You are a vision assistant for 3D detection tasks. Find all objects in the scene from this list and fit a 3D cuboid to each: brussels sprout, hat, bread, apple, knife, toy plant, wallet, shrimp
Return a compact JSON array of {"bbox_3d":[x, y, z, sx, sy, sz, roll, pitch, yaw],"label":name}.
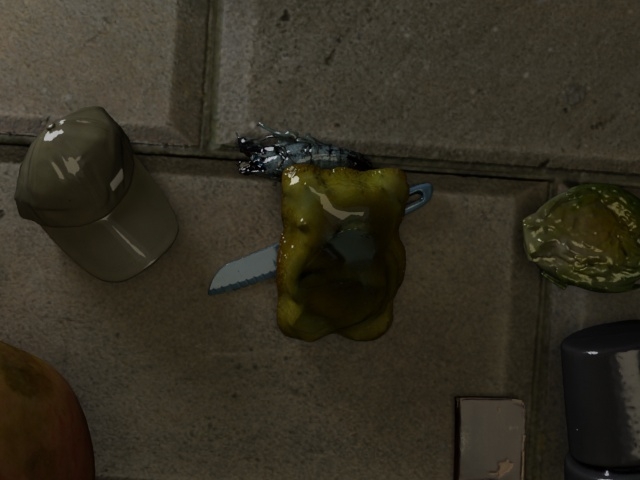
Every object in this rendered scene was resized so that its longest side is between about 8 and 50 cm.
[{"bbox_3d":[0.336,-0.002,1.924,0.181,0.100,0.139,1,81,-1],"label":"brussels sprout"},{"bbox_3d":[-0.262,-0.054,1.856,0.166,0.144,0.173,-43,60,-13],"label":"hat"},{"bbox_3d":[0.026,0.024,1.893,0.161,0.088,0.233,3,114,0],"label":"bread"},{"bbox_3d":[-0.439,0.270,1.769,0.364,0.364,0.363,0,91,-3],"label":"apple"},{"bbox_3d":[0.000,0.000,1.947,0.313,0.019,0.044,-22,95,0],"label":"knife"},{"bbox_3d":[0.404,0.302,1.895,0.279,0.185,0.400,-14,101,-23],"label":"toy plant"},{"bbox_3d":[0.213,0.285,1.958,0.095,0.026,0.176,1,91,3],"label":"wallet"},{"bbox_3d":[-0.020,-0.108,1.915,0.174,0.076,0.082,5,69,-3],"label":"shrimp"}]

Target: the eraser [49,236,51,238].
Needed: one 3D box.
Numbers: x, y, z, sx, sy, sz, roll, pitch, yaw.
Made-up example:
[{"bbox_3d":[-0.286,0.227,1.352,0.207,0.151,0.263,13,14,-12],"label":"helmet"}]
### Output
[{"bbox_3d":[-0.273,-0.018,1.924,0.122,0.029,0.052,9,91,-3],"label":"eraser"}]
